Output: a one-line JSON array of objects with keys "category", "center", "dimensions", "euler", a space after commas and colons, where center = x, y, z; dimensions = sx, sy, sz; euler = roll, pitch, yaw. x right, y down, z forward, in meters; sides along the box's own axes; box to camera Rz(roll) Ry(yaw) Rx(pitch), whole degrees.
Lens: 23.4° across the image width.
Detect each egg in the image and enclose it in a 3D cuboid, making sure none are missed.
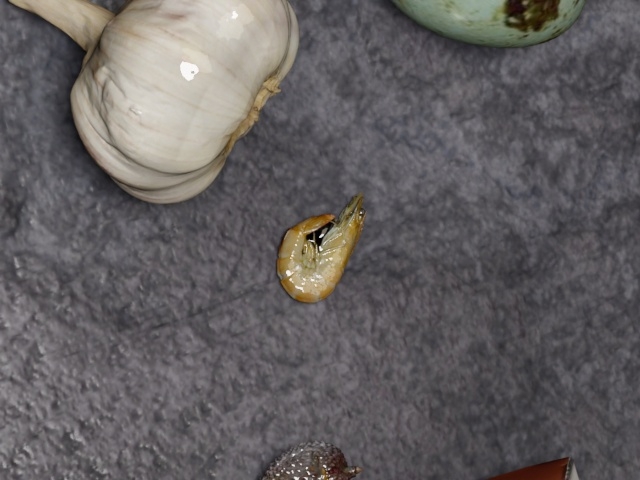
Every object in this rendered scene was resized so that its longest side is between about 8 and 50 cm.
[{"category": "egg", "center": [0.134, -0.247, 1.290], "dimensions": [0.231, 0.169, 0.169], "euler": [33, 67, -35]}]

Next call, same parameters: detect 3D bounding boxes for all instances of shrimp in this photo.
[{"category": "shrimp", "center": [0.000, 0.000, 1.260], "dimensions": [0.059, 0.023, 0.108], "euler": [30, 68, -14]}]

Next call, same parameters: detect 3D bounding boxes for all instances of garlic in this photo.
[{"category": "garlic", "center": [-0.136, -0.153, 1.135], "dimensions": [0.226, 0.199, 0.199], "euler": [33, 65, 7]}]

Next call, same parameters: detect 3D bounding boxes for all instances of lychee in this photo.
[{"category": "lychee", "center": [-0.007, 0.190, 1.199], "dimensions": [0.083, 0.068, 0.067], "euler": [-9, 110, -9]}]

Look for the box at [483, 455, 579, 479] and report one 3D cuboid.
[{"category": "box", "center": [0.181, 0.394, 1.130], "dimensions": [0.122, 0.344, 0.385], "euler": [-19, 92, 13]}]
